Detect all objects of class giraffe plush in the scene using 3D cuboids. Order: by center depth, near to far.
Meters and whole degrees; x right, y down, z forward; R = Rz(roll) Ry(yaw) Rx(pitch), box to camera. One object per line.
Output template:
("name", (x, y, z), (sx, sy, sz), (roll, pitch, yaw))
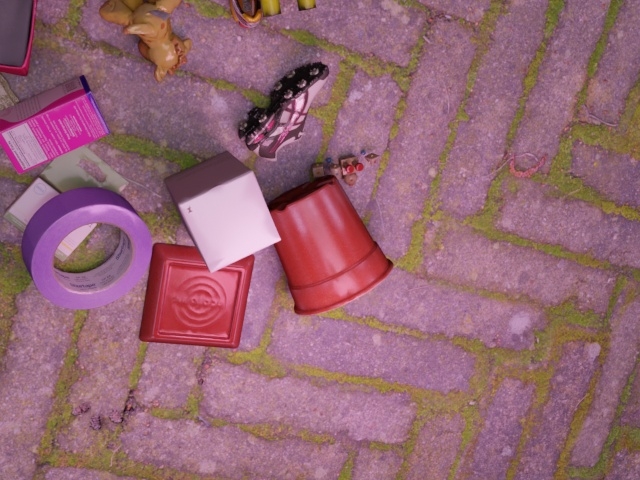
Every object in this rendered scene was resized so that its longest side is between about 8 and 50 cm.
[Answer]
("giraffe plush", (-0.359, -0.459, 1.784), (0.181, 0.210, 0.170), (-32, 140, -10))

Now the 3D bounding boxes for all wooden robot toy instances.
("wooden robot toy", (0.068, -0.167, 2.034), (0.173, 0.076, 0.079), (-14, 121, -10))

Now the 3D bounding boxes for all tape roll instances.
("tape roll", (-0.527, 0.020, 1.834), (0.275, 0.090, 0.275), (-19, 129, -26))

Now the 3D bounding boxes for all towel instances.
("towel", (-0.748, -0.306, 1.766), (0.148, 0.027, 0.110), (-33, 112, -8))

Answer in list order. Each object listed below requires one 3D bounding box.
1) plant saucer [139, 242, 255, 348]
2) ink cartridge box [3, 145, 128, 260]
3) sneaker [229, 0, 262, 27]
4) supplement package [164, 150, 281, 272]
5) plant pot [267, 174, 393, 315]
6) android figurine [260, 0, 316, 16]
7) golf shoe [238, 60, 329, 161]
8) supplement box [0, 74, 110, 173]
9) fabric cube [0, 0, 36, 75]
("plant saucer", (-0.304, 0.148, 2.015), (0.258, 0.048, 0.259), (7, 103, -19))
("ink cartridge box", (-0.581, -0.094, 1.861), (0.171, 0.056, 0.235), (42, 91, -22))
("sneaker", (-0.178, -0.596, 1.827), (0.088, 0.093, 0.225), (-23, 109, -9))
("supplement package", (-0.230, -0.073, 1.845), (0.177, 0.293, 0.175), (-25, 110, -9))
("plant pot", (0.000, 0.000, 1.968), (0.272, 0.272, 0.265), (-28, 102, -8))
("android figurine", (-0.092, -0.636, 1.769), (0.248, 0.056, 0.273), (-16, 104, -12))
("golf shoe", (-0.073, -0.313, 1.946), (0.273, 0.105, 0.120), (-44, 128, 4))
("supplement box", (-0.590, -0.255, 1.770), (0.220, 0.111, 0.114), (-25, 127, -9))
("fabric cube", (-0.695, -0.475, 1.599), (0.259, 0.258, 0.254), (7, 95, -19))
